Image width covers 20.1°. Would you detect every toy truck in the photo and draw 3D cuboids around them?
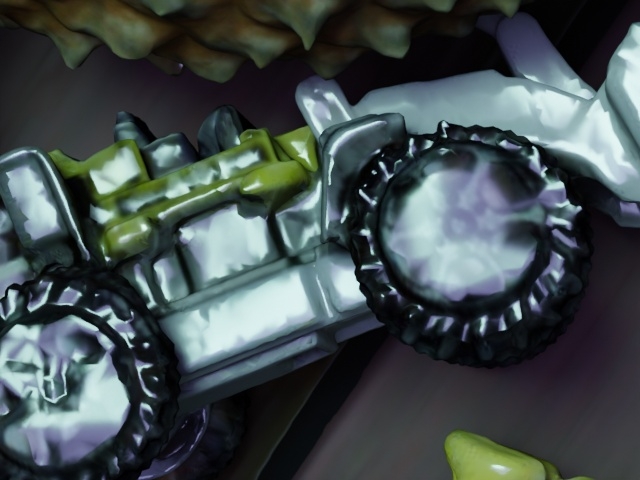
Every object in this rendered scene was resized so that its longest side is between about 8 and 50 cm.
[{"bbox_3d":[0.000,0.000,0.526,0.285,0.136,0.111,-20,81,6],"label":"toy truck"}]

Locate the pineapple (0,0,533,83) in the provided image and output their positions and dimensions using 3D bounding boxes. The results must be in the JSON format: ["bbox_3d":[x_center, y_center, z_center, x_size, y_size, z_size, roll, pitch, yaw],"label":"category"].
[{"bbox_3d":[0.055,-0.112,0.440,0.361,0.175,0.175,11,87,22],"label":"pineapple"}]

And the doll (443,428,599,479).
[{"bbox_3d":[0.021,0.203,0.520,0.138,0.119,0.293,18,83,19],"label":"doll"}]
